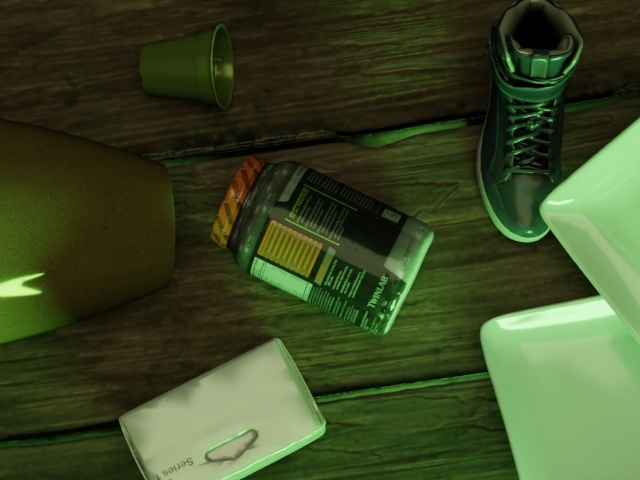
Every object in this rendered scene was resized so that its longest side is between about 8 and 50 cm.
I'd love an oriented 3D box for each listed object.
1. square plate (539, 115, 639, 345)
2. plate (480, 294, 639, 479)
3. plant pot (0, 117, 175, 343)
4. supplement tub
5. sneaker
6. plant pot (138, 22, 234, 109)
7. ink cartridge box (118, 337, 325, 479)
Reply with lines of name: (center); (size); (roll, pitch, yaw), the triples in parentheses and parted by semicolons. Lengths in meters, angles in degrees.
square plate: (0.410, 0.005, 1.589); (0.344, 0.049, 0.347); (-44, 76, 36)
plate: (0.312, 0.179, 1.693); (0.277, 0.045, 0.278); (-13, 72, 0)
plant pot: (-0.267, -0.009, 1.663); (0.254, 0.237, 0.237); (-1, 81, -14)
supplement tub: (0.000, 0.000, 1.701); (0.190, 0.117, 0.117); (26, 82, 4)
sneaker: (0.196, -0.118, 1.697); (0.086, 0.163, 0.226); (0, 83, -2)
plant pot: (-0.131, -0.167, 1.752); (0.079, 0.083, 0.083); (0, 81, 13)
ink cartridge box: (-0.083, 0.167, 1.622); (0.160, 0.219, 0.093); (-27, 82, -4)
